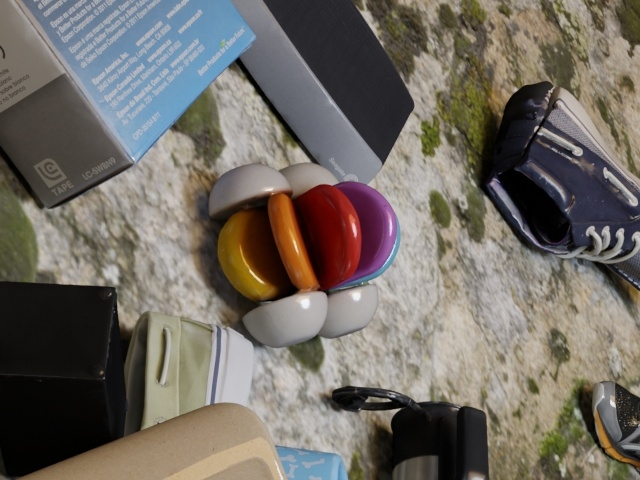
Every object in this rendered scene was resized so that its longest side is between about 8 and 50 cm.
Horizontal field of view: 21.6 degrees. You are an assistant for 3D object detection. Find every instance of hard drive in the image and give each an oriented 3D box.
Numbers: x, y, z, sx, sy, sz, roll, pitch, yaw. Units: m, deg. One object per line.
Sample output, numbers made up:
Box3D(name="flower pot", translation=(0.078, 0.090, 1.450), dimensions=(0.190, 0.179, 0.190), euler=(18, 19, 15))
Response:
Box3D(name="hard drive", translation=(-0.005, -0.184, 1.644), dimensions=(0.254, 0.054, 0.172), euler=(53, 35, -18))

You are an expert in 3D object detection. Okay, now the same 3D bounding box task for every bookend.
Box3D(name="bookend", translation=(-0.214, 0.099, 1.133), dimensions=(0.157, 0.156, 0.072), euler=(93, -1, -55))

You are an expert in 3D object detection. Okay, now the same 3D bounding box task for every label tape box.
Box3D(name="label tape box", translation=(-0.223, -0.228, 1.322), dimensions=(0.333, 0.106, 0.240), euler=(55, 35, -14))

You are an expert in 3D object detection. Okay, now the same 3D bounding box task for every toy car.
Box3D(name="toy car", translation=(0.000, 0.000, 1.455), dimensions=(0.182, 0.136, 0.159), euler=(-4, 72, -55))

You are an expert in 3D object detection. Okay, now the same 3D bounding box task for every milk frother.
Box3D(name="milk frother", translation=(0.074, 0.204, 1.482), dimensions=(0.143, 0.129, 0.134), euler=(7, 52, -3))

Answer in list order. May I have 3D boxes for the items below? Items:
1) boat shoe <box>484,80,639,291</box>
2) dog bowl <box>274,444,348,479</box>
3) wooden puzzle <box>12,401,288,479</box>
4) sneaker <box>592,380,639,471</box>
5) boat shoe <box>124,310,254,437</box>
Box3D(name="boat shoe", translation=(0.315, -0.012, 1.934), dimensions=(0.340, 0.127, 0.158), euler=(44, 44, -16))
Box3D(name="dog bowl", translation=(-0.012, 0.289, 1.237), dimensions=(0.166, 0.074, 0.297), euler=(76, 11, -58))
Box3D(name="wooden puzzle", translation=(-0.126, 0.311, 1.047), dimensions=(0.322, 0.080, 0.347), euler=(-19, 80, -28))
Box3D(name="sneaker", translation=(0.381, 0.220, 1.892), dimensions=(0.215, 0.083, 0.084), euler=(40, 42, -31))
Box3D(name="boat shoe", translation=(-0.119, 0.183, 1.226), dimensions=(0.094, 0.109, 0.302), euler=(20, 45, -14))
